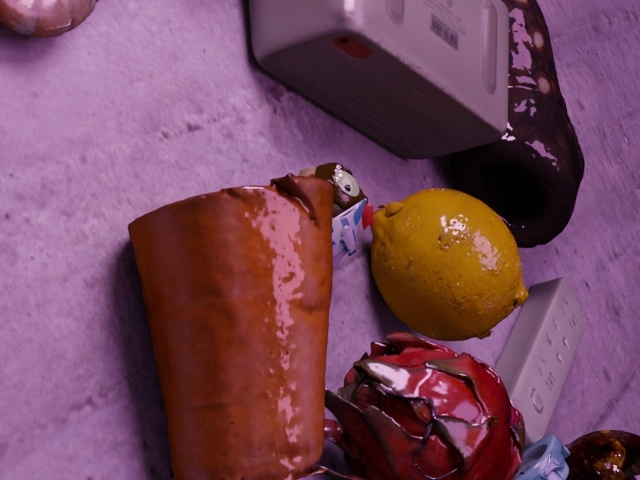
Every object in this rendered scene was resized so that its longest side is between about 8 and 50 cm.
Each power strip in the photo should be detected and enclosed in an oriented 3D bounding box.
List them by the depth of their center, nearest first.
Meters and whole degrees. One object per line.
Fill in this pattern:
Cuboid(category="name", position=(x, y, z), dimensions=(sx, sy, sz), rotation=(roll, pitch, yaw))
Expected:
Cuboid(category="power strip", position=(0.300, 0.174, 1.813), dimensions=(0.091, 0.062, 0.385), rotation=(60, 31, -14))

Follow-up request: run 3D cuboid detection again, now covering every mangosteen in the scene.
Cuboid(category="mangosteen", position=(0.392, 0.340, 1.776), dimensions=(0.192, 0.192, 0.217), rotation=(61, 8, -18))

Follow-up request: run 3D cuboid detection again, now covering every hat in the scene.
Cuboid(category="hat", position=(0.006, -0.040, 1.428), dimensions=(0.077, 0.076, 0.059), rotation=(53, 47, -38))

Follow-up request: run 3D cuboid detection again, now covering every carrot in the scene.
Cuboid(category="carrot", position=(-0.060, 0.085, 1.145), dimensions=(0.196, 0.196, 0.254), rotation=(4, 75, -58))

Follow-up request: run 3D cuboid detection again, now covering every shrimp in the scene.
Cuboid(category="shrimp", position=(-0.243, -0.275, 1.163), dimensions=(0.145, 0.059, 0.254), rotation=(46, 42, -21))

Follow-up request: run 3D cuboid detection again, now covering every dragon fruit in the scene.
Cuboid(category="dragon fruit", position=(0.102, 0.194, 1.351), dimensions=(0.274, 0.193, 0.192), rotation=(37, 50, -30))

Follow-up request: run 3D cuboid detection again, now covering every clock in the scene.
Cuboid(category="clock", position=(0.259, 0.296, 1.600), dimensions=(0.045, 0.108, 0.147), rotation=(49, 11, 0))

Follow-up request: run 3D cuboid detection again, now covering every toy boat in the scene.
Cuboid(category="toy boat", position=(-0.004, 0.011, 1.387), dimensions=(0.149, 0.034, 0.105), rotation=(-13, 115, -45))

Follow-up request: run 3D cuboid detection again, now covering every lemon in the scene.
Cuboid(category="lemon", position=(0.145, 0.026, 1.530), dimensions=(0.206, 0.173, 0.173), rotation=(38, 38, -9))

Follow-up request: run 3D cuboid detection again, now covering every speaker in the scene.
Cuboid(category="speaker", position=(0.080, -0.249, 1.568), dimensions=(0.406, 0.183, 0.184), rotation=(25, 59, -52))

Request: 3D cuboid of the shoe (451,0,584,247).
Cuboid(category="shoe", position=(0.254, -0.180, 1.819), dimensions=(0.237, 0.171, 0.384), rotation=(-62, 135, -57))
